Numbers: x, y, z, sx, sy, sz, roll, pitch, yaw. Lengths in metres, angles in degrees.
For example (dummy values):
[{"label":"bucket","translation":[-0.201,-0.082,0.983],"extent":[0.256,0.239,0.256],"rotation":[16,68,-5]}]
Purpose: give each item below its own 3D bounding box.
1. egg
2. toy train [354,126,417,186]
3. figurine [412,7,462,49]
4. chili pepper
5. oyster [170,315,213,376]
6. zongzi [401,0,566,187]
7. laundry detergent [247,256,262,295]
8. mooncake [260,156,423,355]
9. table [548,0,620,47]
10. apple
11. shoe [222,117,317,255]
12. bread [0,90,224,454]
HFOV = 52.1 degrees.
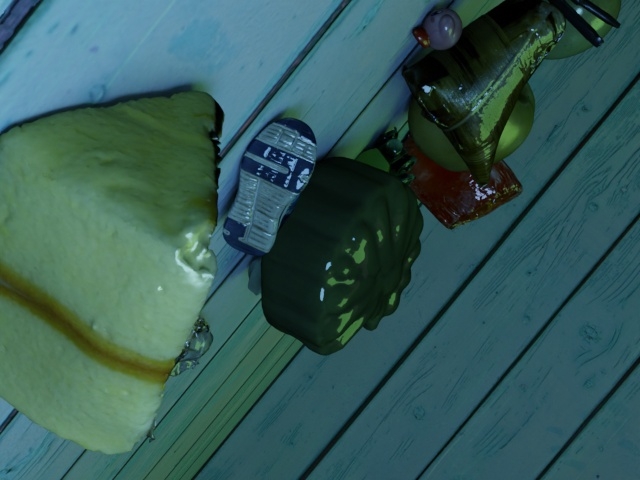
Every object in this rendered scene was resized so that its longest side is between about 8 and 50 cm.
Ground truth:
[{"label":"egg","translation":[0.682,-0.618,1.806],"extent":[0.218,0.218,0.295],"rotation":[-44,-179,-29]},{"label":"toy train","translation":[0.131,-0.150,1.473],"extent":[0.157,0.105,0.253],"rotation":[-35,169,-3]},{"label":"figurine","translation":[0.201,-0.352,1.091],"extent":[0.071,0.067,0.083],"rotation":[-33,-164,28]},{"label":"chili pepper","translation":[0.346,-0.175,1.723],"extent":[0.251,0.305,0.229],"rotation":[-44,168,25]},{"label":"oyster","translation":[-0.247,0.208,1.222],"extent":[0.166,0.053,0.108],"rotation":[-46,153,21]},{"label":"zongzi","translation":[0.332,-0.263,1.186],"extent":[0.285,0.288,0.134],"rotation":[-33,-152,12]},{"label":"laundry detergent","translation":[-0.036,0.012,1.301],"extent":[0.290,0.094,0.143],"rotation":[-41,163,-45]},{"label":"mooncake","translation":[0.049,0.024,1.173],"extent":[0.351,0.187,0.352],"rotation":[-35,137,-42]},{"label":"table","translation":[0.476,-0.501,1.219],"extent":[0.317,0.249,0.317],"rotation":[-48,170,-12]},{"label":"apple","translation":[0.319,-0.270,1.380],"extent":[0.262,0.262,0.262],"rotation":[-48,170,-11]},{"label":"shoe","translation":[-0.068,-0.079,0.897],"extent":[0.106,0.091,0.207],"rotation":[-75,-169,-56]},{"label":"bread","translation":[-0.152,0.019,0.586],"extent":[0.264,0.198,0.236],"rotation":[-58,174,30]}]
